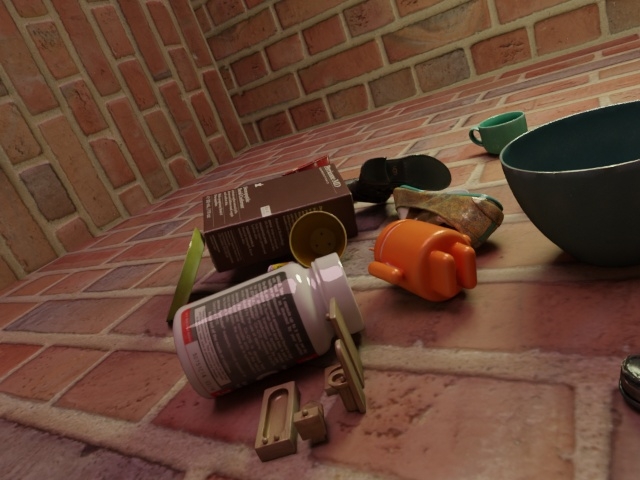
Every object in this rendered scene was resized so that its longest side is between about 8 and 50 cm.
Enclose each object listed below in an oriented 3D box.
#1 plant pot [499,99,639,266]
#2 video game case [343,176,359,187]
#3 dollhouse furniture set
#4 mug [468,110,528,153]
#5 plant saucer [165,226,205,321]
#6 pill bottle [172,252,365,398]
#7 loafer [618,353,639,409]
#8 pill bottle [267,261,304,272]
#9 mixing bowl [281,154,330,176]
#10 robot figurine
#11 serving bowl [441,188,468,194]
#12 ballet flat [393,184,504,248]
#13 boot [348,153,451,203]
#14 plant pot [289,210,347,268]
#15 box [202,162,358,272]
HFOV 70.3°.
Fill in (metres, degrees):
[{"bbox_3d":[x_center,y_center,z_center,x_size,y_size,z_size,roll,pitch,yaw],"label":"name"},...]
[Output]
[{"bbox_3d":[0.448,-0.076,0.702,0.289,0.196,0.290,-19,21,7],"label":"plant pot"},{"bbox_3d":[-0.015,-0.134,1.494,0.274,0.035,0.248,-28,12,-18],"label":"video game case"},{"bbox_3d":[-0.028,0.186,0.627,0.151,0.123,0.144,-19,20,8],"label":"dollhouse furniture set"},{"bbox_3d":[0.539,-0.315,1.355,0.129,0.098,0.158,-25,20,-6],"label":"mug"},{"bbox_3d":[-0.328,0.087,1.120,0.037,0.241,0.241,18,14,-15],"label":"plant saucer"},{"bbox_3d":[-0.080,0.136,0.754,0.282,0.162,0.161,-22,20,0],"label":"pill bottle"},{"bbox_3d":[0.414,0.124,0.395,0.267,0.084,0.096,-1,29,44],"label":"loafer"},{"bbox_3d":[-0.081,0.074,1.079,0.083,0.044,0.043,-11,23,27],"label":"pill bottle"},{"bbox_3d":[-0.036,-0.218,1.579,0.181,0.098,0.181,-22,11,5],"label":"mixing bowl"},{"bbox_3d":[0.180,0.031,0.809,0.158,0.128,0.219,-54,27,-6],"label":"robot figurine"},{"bbox_3d":[0.326,-0.097,1.122,0.083,0.027,0.083,-19,21,7],"label":"serving bowl"},{"bbox_3d":[0.243,-0.051,0.995,0.123,0.123,0.348,-28,19,-17],"label":"ballet flat"},{"bbox_3d":[0.197,-0.154,1.240,0.262,0.091,0.229,5,-12,-4],"label":"boot"},{"bbox_3d":[0.000,0.000,1.091,0.134,0.135,0.095,-19,-3,7],"label":"plant pot"},{"bbox_3d":[-0.111,-0.065,1.204,0.380,0.143,0.191,-15,36,-6],"label":"box"}]
